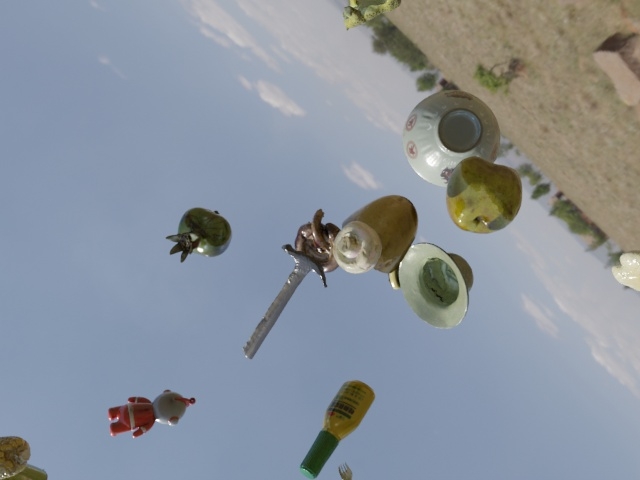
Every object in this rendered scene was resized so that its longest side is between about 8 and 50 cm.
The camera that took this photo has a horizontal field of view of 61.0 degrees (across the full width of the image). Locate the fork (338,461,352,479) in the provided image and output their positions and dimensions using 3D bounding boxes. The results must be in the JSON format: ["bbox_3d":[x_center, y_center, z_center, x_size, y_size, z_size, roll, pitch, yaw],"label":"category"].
[{"bbox_3d":[0.095,0.679,1.454,0.219,0.034,0.028,53,168,54],"label":"fork"}]

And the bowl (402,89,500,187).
[{"bbox_3d":[0.448,-0.349,1.804,0.337,0.337,0.157,45,-177,1],"label":"bowl"}]

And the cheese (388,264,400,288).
[{"bbox_3d":[0.237,0.063,1.650,0.036,0.086,0.162,20,128,62],"label":"cheese"}]

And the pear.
[{"bbox_3d":[0.418,-0.114,1.395,0.200,0.200,0.200,38,-160,-17],"label":"pear"}]

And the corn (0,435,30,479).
[{"bbox_3d":[-0.655,0.415,1.027,0.080,0.238,0.080,-11,-90,-78],"label":"corn"}]

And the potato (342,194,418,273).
[{"bbox_3d":[0.162,-0.034,1.301,0.204,0.158,0.178,3,-135,-56],"label":"potato"}]

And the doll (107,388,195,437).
[{"bbox_3d":[-0.485,0.496,1.578,0.245,0.076,0.142,-8,-141,-24],"label":"doll"}]

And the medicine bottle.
[{"bbox_3d":[0.037,0.450,1.305,0.260,0.095,0.064,-50,-42,-36],"label":"medicine bottle"}]

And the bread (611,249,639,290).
[{"bbox_3d":[0.757,0.078,1.135,0.251,0.038,0.181,17,158,13],"label":"bread"}]

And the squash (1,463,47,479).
[{"bbox_3d":[-0.654,0.491,1.128,0.105,0.105,0.132,-106,-7,-55],"label":"squash"}]

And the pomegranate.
[{"bbox_3d":[-0.336,-0.015,1.494,0.152,0.130,0.191,17,-157,22],"label":"pomegranate"}]

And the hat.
[{"bbox_3d":[0.356,0.111,1.547,0.130,0.257,0.257,-20,-119,-34],"label":"hat"}]

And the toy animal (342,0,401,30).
[{"bbox_3d":[0.128,-0.544,1.229,0.073,0.182,0.136,67,-168,8],"label":"toy animal"}]

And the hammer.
[{"bbox_3d":[-0.093,0.144,1.163,0.125,0.297,0.027,33,-157,-3],"label":"hammer"}]

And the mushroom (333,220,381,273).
[{"bbox_3d":[0.056,0.011,0.870,0.068,0.083,0.083,14,-145,-48],"label":"mushroom"}]

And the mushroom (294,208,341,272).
[{"bbox_3d":[0.000,-0.001,1.343,0.135,0.170,0.080,7,-143,10],"label":"mushroom"}]
